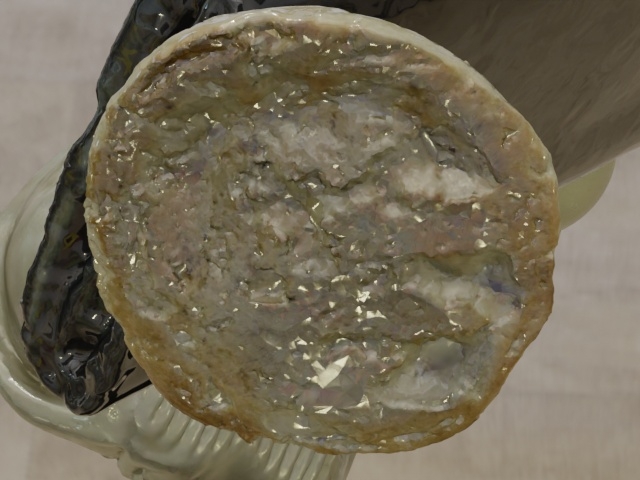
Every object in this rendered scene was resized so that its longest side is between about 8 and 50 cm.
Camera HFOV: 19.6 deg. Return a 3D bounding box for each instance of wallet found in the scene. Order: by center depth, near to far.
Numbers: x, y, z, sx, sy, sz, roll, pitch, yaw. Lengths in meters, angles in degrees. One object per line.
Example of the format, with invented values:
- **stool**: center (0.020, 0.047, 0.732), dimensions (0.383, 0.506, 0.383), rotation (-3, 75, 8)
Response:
- **wallet**: center (0.064, -0.075, 0.781), dimensions (0.406, 0.228, 0.062), rotation (-25, 62, -42)

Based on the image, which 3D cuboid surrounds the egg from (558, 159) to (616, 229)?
- **egg**: center (0.181, -0.094, 1.757), dimensions (0.186, 0.242, 0.186), rotation (-5, 81, 33)

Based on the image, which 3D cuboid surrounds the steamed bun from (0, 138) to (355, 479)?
- **steamed bun**: center (-0.130, 0.047, 1.552), dimensions (0.255, 0.368, 0.342), rotation (2, 73, 35)

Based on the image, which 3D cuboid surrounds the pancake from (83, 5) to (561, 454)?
- **pancake**: center (0.000, 0.000, 0.508), dimensions (0.139, 0.139, 0.022), rotation (1, 26, 7)
